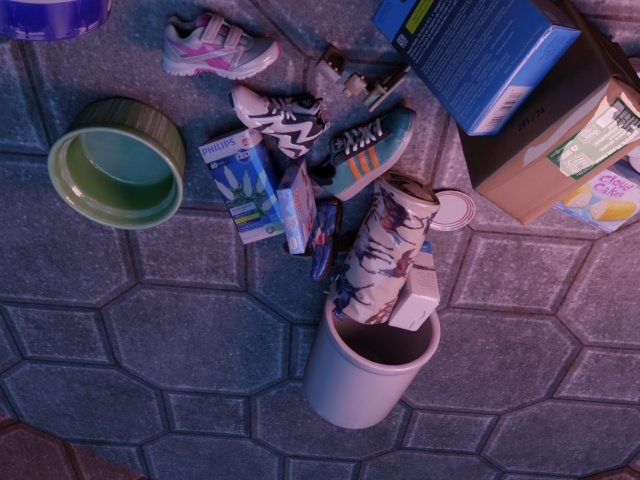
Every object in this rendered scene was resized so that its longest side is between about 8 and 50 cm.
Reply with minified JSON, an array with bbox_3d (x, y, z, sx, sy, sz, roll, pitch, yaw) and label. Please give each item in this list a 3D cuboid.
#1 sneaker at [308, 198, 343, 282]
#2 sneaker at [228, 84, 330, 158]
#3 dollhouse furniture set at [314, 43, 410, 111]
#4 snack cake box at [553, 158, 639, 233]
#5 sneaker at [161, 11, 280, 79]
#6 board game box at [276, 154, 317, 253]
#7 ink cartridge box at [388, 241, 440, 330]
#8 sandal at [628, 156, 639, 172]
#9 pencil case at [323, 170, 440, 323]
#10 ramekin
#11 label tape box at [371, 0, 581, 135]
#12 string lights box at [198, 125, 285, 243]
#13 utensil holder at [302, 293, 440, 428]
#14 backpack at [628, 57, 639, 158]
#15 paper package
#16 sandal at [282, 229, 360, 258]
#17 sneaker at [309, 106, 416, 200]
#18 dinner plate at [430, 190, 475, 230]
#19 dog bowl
[{"bbox_3d":[0.000,0.000,1.627,0.087,0.221,0.083,8,176,19],"label":"sneaker"},{"bbox_3d":[-0.075,-0.291,1.381,0.153,0.094,0.235,-31,126,29],"label":"sneaker"},{"bbox_3d":[0.095,-0.363,1.280,0.151,0.144,0.123,40,121,-14],"label":"dollhouse furniture set"},{"bbox_3d":[0.636,-0.135,1.496,0.265,0.089,0.152,21,134,-17],"label":"snack cake box"},{"bbox_3d":[-0.208,-0.398,1.273,0.253,0.103,0.111,0,137,3],"label":"sneaker"},{"bbox_3d":[-0.052,-0.089,1.473,0.039,0.211,0.160,-6,116,11],"label":"board game box"},{"bbox_3d":[0.241,0.116,1.695,0.086,0.203,0.148,14,134,-14],"label":"ink cartridge box"},{"bbox_3d":[0.848,-0.281,1.336,0.169,0.102,0.416,42,138,-15],"label":"sandal"},{"bbox_3d":[0.150,0.019,1.575,0.184,0.160,0.410,21,119,-1],"label":"pencil case"},{"bbox_3d":[-0.461,-0.183,1.476,0.304,0.148,0.303,2,136,2],"label":"ramekin"},{"bbox_3d":[0.272,-0.396,1.162,0.106,0.333,0.240,-11,148,-39],"label":"label tape box"},{"bbox_3d":[-0.168,-0.134,1.499,0.133,0.076,0.259,-16,111,19],"label":"string lights box"},{"bbox_3d":[0.128,0.331,1.842,0.328,0.327,0.385,11,137,-8],"label":"utensil holder"},{"bbox_3d":[0.656,-0.275,1.313,0.166,0.144,0.188,23,125,2],"label":"backpack"},{"bbox_3d":[0.442,-0.246,1.238,0.168,0.309,0.325,27,131,-26],"label":"paper package"},{"bbox_3d":[0.023,0.034,1.711,0.240,0.088,0.079,-9,133,4],"label":"sandal"},{"bbox_3d":[0.089,-0.207,1.445,0.121,0.108,0.302,25,133,-26],"label":"sneaker"},{"bbox_3d":[0.327,-0.079,1.625,0.141,0.017,0.141,2,135,2],"label":"dinner plate"},{"bbox_3d":[-0.504,-0.467,1.106,0.265,0.264,0.104,11,137,-8],"label":"dog bowl"}]
